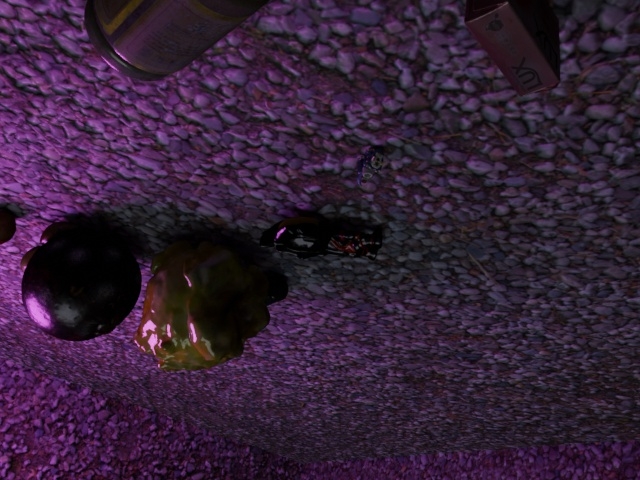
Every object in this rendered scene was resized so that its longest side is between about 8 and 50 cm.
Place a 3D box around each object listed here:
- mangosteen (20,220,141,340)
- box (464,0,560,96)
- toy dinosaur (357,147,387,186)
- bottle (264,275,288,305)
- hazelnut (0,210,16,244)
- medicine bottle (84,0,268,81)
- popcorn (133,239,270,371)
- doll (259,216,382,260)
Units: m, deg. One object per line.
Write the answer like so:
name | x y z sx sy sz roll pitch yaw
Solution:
mangosteen | -0.565 0.094 1.581 0.287 0.288 0.288 9 151 5
box | 0.231 -0.261 0.806 0.060 0.112 0.156 -16 142 39
toy dinosaur | 0.084 -0.127 1.159 0.030 0.047 0.083 20 149 -18
bottle | -0.181 0.142 1.706 0.244 0.072 0.082 -18 176 43
hazelnut | -0.761 -0.026 1.593 0.086 0.086 0.086 9 151 5
medicine bottle | -0.144 -0.316 0.797 0.151 0.151 0.322 32 145 -33
popcorn | -0.271 0.160 1.542 0.311 0.313 0.312 9 151 5
doll | 0.000 -0.002 1.385 0.248 0.088 0.127 1 130 -1
